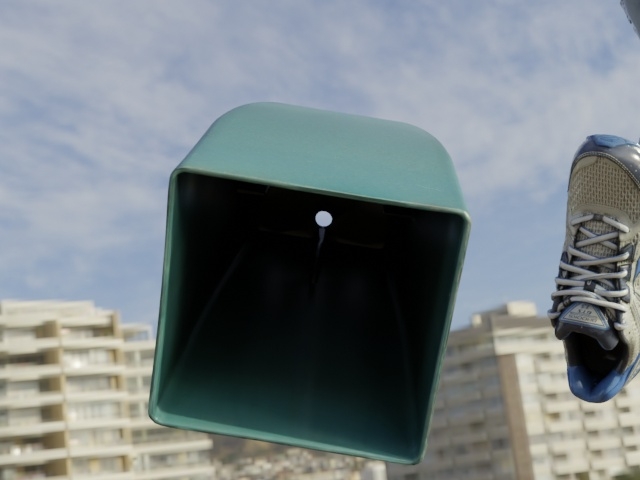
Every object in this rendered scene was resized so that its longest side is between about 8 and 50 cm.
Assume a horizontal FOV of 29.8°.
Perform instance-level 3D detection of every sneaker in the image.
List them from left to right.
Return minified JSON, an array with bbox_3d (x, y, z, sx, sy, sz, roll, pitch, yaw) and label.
[{"bbox_3d":[0.128,0.018,0.530,0.052,0.135,0.058,13,41,32],"label":"sneaker"}]

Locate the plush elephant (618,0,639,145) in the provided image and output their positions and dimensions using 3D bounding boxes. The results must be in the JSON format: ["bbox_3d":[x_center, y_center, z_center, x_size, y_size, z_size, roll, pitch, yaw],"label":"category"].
[{"bbox_3d":[0.372,-0.071,0.882,0.255,0.330,0.272,-6,-56,-8],"label":"plush elephant"}]

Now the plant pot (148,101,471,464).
[{"bbox_3d":[0.000,0.000,0.782,0.165,0.166,0.234,9,24,1],"label":"plant pot"}]
